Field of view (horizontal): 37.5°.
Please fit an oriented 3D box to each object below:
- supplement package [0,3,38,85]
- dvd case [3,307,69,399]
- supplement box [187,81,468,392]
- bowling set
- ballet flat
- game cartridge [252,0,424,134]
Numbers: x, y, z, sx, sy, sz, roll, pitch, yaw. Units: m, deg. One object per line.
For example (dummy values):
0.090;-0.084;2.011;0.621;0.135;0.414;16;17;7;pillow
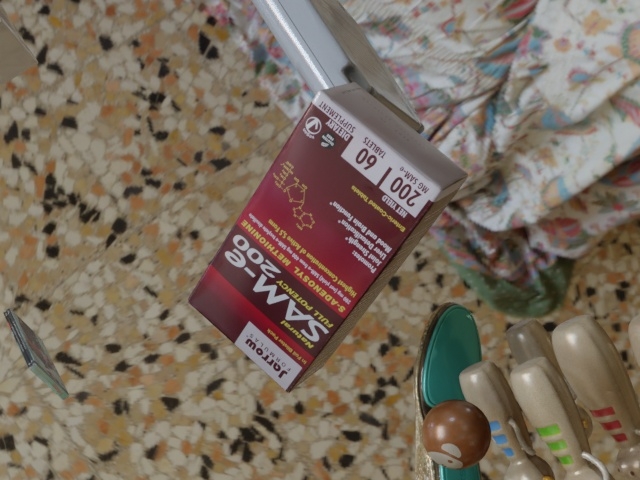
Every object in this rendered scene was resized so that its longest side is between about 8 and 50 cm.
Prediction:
-0.648;-0.319;1.575;0.262;0.204;0.145;-33;82;-5;supplement package
-0.379;0.151;1.256;0.013;0.119;0.087;-34;138;-7;dvd case
0.000;0.000;0.805;0.130;0.239;0.073;40;29;12;supplement box
0.187;0.165;0.769;0.200;0.287;0.154;-27;89;-13;bowling set
0.109;0.161;0.863;0.073;0.067;0.206;10;73;-21;ballet flat
0.015;-0.198;0.986;0.062;0.297;0.198;-39;77;13;game cartridge
